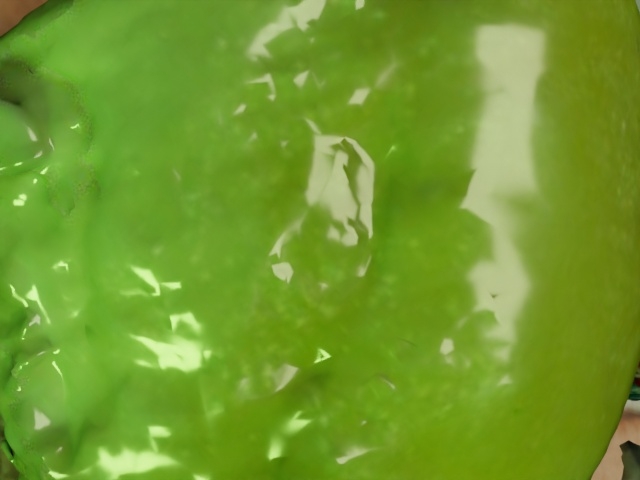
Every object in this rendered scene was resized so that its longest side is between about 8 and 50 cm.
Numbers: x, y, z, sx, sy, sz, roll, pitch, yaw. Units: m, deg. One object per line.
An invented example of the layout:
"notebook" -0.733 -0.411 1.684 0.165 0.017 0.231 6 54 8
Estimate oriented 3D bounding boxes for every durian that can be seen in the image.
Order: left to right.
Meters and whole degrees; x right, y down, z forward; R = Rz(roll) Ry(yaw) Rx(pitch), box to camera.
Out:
"durian" 0.000 0.000 0.522 0.255 0.204 0.340 -10 96 -16

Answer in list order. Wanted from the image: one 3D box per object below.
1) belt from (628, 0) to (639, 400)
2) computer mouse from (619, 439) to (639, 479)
"belt" 0.142 -0.051 0.699 0.207 0.150 0.258 -30 108 -53
"computer mouse" 0.192 0.278 0.739 0.167 0.090 0.379 -61 132 -79
